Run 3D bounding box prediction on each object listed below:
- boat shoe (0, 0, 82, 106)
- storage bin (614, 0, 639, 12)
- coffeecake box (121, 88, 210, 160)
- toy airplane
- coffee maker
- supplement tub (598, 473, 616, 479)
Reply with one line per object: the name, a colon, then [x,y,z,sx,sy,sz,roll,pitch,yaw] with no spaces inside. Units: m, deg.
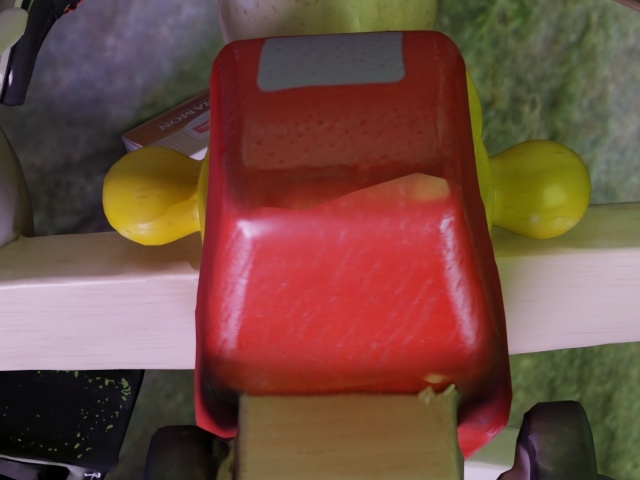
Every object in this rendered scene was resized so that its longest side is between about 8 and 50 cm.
boat shoe: [-0.126,-0.124,0.881,0.042,0.049,0.133,15,95,-23]
storage bin: [0.071,-0.205,0.839,0.262,0.260,0.123,21,100,-32]
coffeecake box: [0.000,0.000,0.979,0.142,0.068,0.185,-29,118,-17]
toy airplane: [0.015,0.003,0.742,0.386,0.384,0.272,5,77,-42]
coffee maker: [-0.182,0.045,0.881,0.178,0.120,0.171,17,80,-33]
supplement tub: [0.019,0.230,0.985,0.338,0.207,0.207,1,106,-28]
